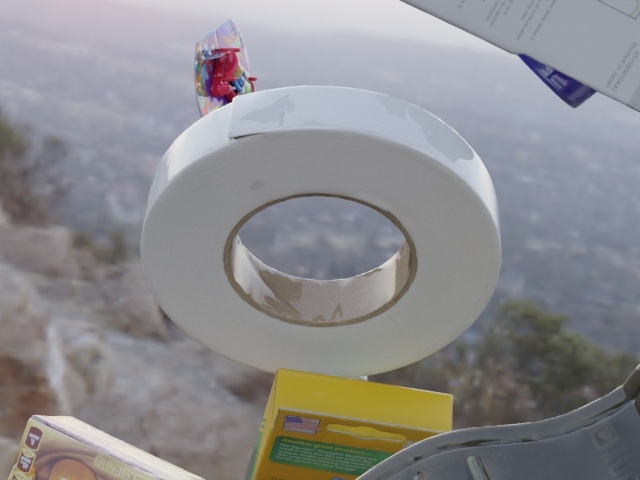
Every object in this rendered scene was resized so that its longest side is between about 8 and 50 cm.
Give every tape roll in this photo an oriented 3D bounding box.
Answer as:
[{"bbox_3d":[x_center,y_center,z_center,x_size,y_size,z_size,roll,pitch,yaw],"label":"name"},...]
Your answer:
[{"bbox_3d":[0.000,0.000,1.734,0.392,0.392,0.072,9,45,-6],"label":"tape roll"}]

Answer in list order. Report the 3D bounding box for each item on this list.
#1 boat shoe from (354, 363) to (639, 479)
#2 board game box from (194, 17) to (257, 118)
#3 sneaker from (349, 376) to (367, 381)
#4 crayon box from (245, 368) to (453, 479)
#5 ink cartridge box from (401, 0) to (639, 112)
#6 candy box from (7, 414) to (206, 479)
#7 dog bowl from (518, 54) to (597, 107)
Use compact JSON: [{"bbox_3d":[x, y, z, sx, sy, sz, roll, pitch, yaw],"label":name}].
[{"bbox_3d":[0.129,0.132,0.747,0.307,0.110,0.104,-26,-33,16],"label":"boat shoe"},{"bbox_3d":[-0.105,-0.196,1.983,0.033,0.133,0.168,-1,21,21],"label":"board game box"},{"bbox_3d":[0.039,0.134,2.126,0.070,0.084,0.185,22,44,-26],"label":"sneaker"},{"bbox_3d":[0.030,0.245,1.853,0.203,0.083,0.323,9,-33,-5],"label":"crayon box"},{"bbox_3d":[0.201,-0.256,1.147,0.239,0.275,0.060,24,24,-12],"label":"ink cartridge box"},{"bbox_3d":[-0.260,0.360,1.670,0.183,0.316,0.087,21,2,25],"label":"candy box"},{"bbox_3d":[0.240,-0.278,1.825,0.265,0.104,0.265,44,13,-13],"label":"dog bowl"}]
